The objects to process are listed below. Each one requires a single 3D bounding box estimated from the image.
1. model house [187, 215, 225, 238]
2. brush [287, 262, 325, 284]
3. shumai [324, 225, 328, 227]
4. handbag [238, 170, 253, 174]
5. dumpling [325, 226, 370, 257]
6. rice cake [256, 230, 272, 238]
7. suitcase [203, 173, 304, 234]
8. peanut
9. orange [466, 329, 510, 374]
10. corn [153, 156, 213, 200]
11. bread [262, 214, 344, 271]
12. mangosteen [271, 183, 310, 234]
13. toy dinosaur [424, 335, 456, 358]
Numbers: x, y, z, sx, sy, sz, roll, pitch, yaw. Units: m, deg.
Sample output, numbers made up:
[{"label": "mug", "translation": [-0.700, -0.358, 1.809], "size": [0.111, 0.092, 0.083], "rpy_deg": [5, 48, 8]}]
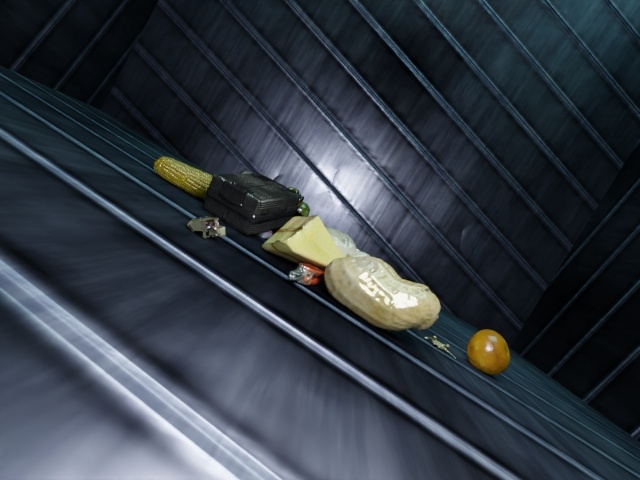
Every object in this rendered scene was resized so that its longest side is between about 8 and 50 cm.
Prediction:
[{"label": "model house", "translation": [-0.287, -0.033, 1.050], "size": [0.058, 0.058, 0.083], "rpy_deg": [4, 12, 26]}, {"label": "brush", "translation": [-0.037, 0.096, 1.215], "size": [0.070, 0.051, 0.323], "rpy_deg": [33, 4, 11]}, {"label": "shumai", "translation": [0.000, 0.000, 2.116], "size": [0.209, 0.153, 0.161], "rpy_deg": [29, -5, 39]}, {"label": "handbag", "translation": [-0.347, -0.226, 2.196], "size": [0.251, 0.190, 0.193], "rpy_deg": [33, 11, -43]}, {"label": "dumpling", "translation": [0.022, 0.058, 1.635], "size": [0.317, 0.187, 0.243], "rpy_deg": [26, -29, 1]}, {"label": "rice cake", "translation": [-0.287, -0.082, 1.656], "size": [0.290, 0.051, 0.081], "rpy_deg": [34, 5, 38]}, {"label": "suitcase", "translation": [-0.242, -0.139, 1.543], "size": [0.229, 0.152, 0.335], "rpy_deg": [29, 20, 17]}, {"label": "peanut", "translation": [0.163, 0.155, 1.183], "size": [0.339, 0.174, 0.158], "rpy_deg": [36, -39, 19]}, {"label": "orange", "translation": [0.596, 0.400, 1.479], "size": [0.136, 0.159, 0.158], "rpy_deg": [-18, -29, 34]}, {"label": "corn", "translation": [-0.503, -0.234, 1.625], "size": [0.304, 0.106, 0.106], "rpy_deg": [25, 4, -10]}, {"label": "bread", "translation": [-0.037, 0.063, 1.355], "size": [0.167, 0.163, 0.264], "rpy_deg": [-10, -63, 57]}, {"label": "mangosteen", "translation": [-0.173, -0.133, 1.825], "size": [0.242, 0.243, 0.243], "rpy_deg": [30, 4, -2]}, {"label": "toy dinosaur", "translation": [0.414, 0.363, 1.422], "size": [0.119, 0.029, 0.060], "rpy_deg": [33, -12, 9]}]
